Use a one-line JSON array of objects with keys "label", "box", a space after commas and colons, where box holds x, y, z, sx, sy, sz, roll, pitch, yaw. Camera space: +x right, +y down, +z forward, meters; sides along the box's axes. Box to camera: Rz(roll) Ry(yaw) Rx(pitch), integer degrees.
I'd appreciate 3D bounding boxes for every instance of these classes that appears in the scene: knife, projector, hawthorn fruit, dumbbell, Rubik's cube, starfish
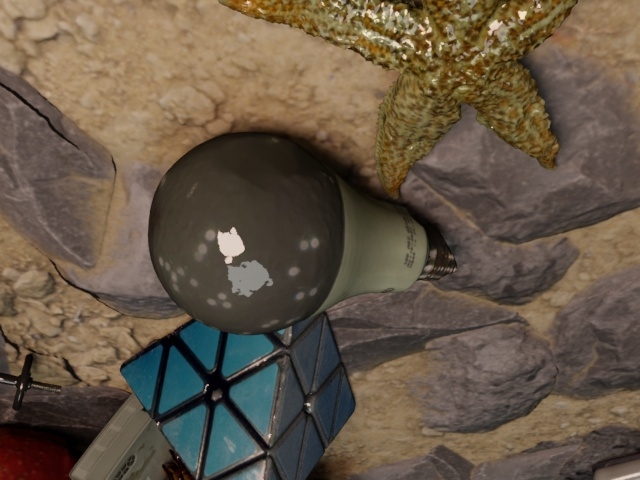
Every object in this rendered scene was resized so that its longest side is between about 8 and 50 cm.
[{"label": "knife", "box": [0.528, 0.321, 1.210, 0.265, 0.040, 0.073, -21, 141, 20]}, {"label": "projector", "box": [-0.242, 0.274, 1.072, 0.061, 0.147, 0.115, 17, 143, 27]}, {"label": "hawthorn fruit", "box": [-0.372, 0.368, 1.126, 0.266, 0.210, 0.230, 16, 145, -21]}, {"label": "dumbbell", "box": [-0.387, 0.165, 1.007, 0.147, 0.069, 0.069, 14, 135, -16]}, {"label": "Rubik's cube", "box": [-0.076, 0.175, 0.974, 0.228, 0.229, 0.233, -35, 93, -15]}, {"label": "starfish", "box": [0.127, -0.156, 0.675, 0.358, 0.078, 0.347, 34, 124, -31]}]

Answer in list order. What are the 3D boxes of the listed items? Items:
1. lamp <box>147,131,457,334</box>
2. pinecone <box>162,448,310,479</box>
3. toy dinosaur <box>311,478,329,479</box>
[{"label": "lamp", "box": [0.000, 0.007, 0.765, 0.314, 0.182, 0.182, 12, 136, -16]}, {"label": "pinecone", "box": [-0.115, 0.329, 1.066, 0.221, 0.221, 0.221, 0, 137, 0]}, {"label": "toy dinosaur", "box": [-0.134, 0.417, 1.275, 0.294, 0.077, 0.162, -26, 132, 25]}]
